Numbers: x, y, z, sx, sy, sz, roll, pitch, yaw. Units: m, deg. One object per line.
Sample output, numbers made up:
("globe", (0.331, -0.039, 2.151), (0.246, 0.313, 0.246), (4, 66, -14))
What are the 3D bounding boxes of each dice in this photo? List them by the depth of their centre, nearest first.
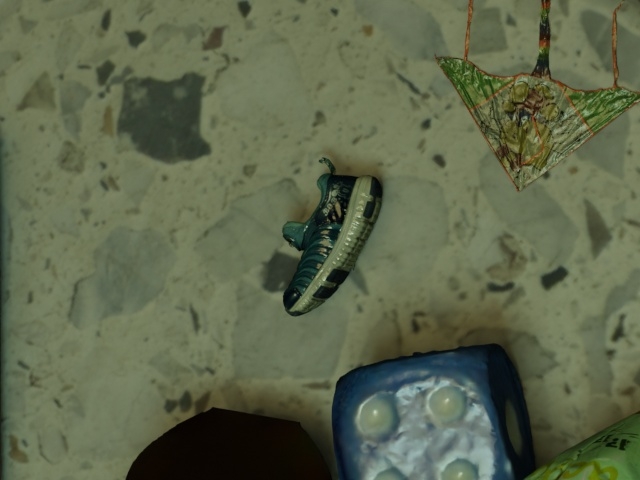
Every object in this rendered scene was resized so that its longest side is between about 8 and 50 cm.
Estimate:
("dice", (0.098, 0.165, 1.636), (0.146, 0.143, 0.146), (-10, 85, 18))

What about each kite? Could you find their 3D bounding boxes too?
("kite", (0.194, -0.162, 1.686), (0.198, 0.006, 0.244), (8, 91, 19))

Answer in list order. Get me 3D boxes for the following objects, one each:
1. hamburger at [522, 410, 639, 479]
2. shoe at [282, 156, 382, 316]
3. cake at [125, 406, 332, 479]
("hamburger", (0.235, 0.228, 1.574), (0.214, 0.235, 0.125), (-20, 65, -17))
("shoe", (0.000, 0.000, 1.716), (0.071, 0.064, 0.143), (26, 94, 16))
("cake", (-0.075, 0.274, 1.692), (0.185, 0.178, 0.207), (34, 61, 30))
